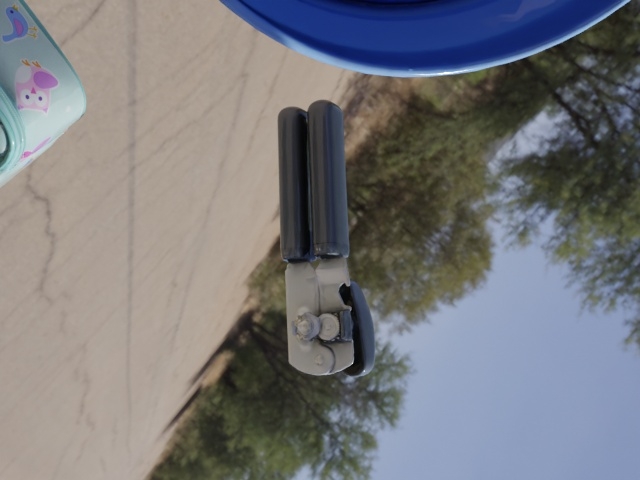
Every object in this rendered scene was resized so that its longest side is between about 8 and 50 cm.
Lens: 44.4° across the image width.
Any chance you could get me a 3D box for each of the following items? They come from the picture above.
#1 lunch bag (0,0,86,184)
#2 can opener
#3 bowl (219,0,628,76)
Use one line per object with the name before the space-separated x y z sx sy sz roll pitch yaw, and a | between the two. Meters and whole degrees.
lunch bag | -0.356 -0.137 0.690 0.279 0.224 0.108 -22 -159 41
can opener | 0.000 0.000 0.802 0.074 0.281 0.093 -7 174 28
bowl | 0.075 -0.259 0.313 0.390 0.077 0.391 -17 133 -19
